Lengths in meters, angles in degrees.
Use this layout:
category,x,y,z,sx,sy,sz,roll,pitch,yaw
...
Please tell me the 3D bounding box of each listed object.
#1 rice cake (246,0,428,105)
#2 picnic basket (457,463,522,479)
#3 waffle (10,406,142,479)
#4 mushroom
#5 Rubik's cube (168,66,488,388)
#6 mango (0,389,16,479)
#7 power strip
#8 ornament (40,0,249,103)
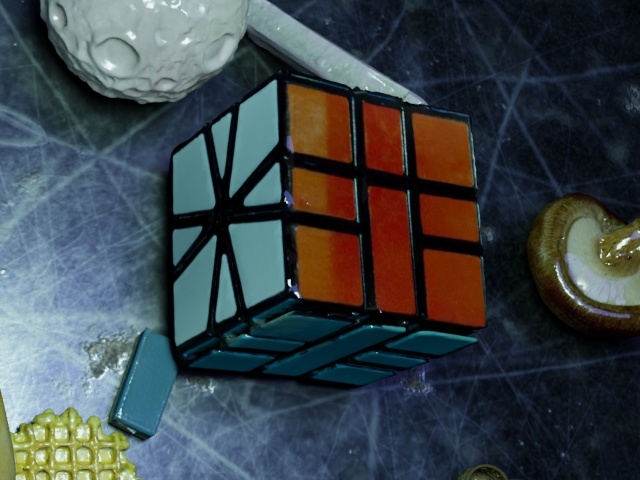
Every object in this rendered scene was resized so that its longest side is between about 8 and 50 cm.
category,x,y,z,sx,sy,sz,roll,pitch,yaw
rice cake,0.019,-0.217,1.821,0.298,0.106,0.050,35,88,19
picnic basket,0.215,0.314,1.813,0.072,0.083,0.072,9,68,-24
waffle,-0.283,0.281,1.605,0.191,0.038,0.191,8,69,-23
mushroom,0.381,0.045,1.971,0.231,0.138,0.194,40,73,4
Rubik's cube,0.000,0.000,1.684,0.283,0.288,0.294,13,64,-32
mango,-0.413,0.223,1.439,0.221,0.199,0.384,11,87,6
power strip,-0.205,0.170,1.685,0.056,0.032,0.123,26,63,-17
ornament,-0.215,-0.287,1.721,0.259,0.225,0.259,30,42,-31
